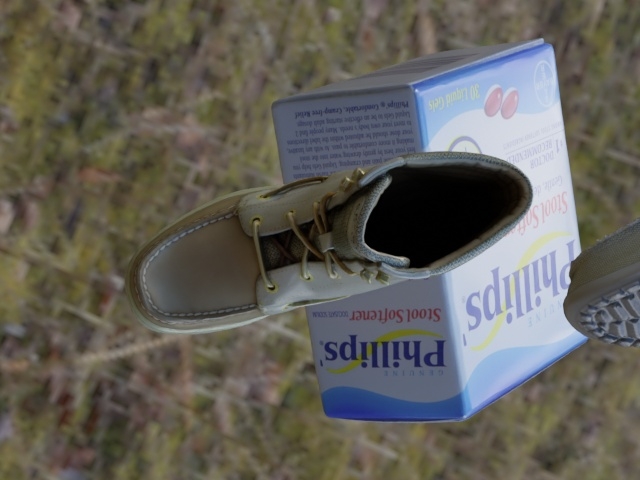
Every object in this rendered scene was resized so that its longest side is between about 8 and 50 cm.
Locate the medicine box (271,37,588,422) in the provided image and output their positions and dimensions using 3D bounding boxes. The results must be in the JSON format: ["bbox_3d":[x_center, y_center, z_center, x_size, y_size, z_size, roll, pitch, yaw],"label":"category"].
[{"bbox_3d":[0.107,-0.013,1.677,0.263,0.149,0.289,-24,107,-54],"label":"medicine box"}]

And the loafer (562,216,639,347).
[{"bbox_3d":[0.275,-0.020,1.215,0.268,0.092,0.102,-26,141,7],"label":"loafer"}]

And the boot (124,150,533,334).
[{"bbox_3d":[0.000,0.000,1.033,0.165,0.213,0.077,175,-100,-80],"label":"boot"}]
